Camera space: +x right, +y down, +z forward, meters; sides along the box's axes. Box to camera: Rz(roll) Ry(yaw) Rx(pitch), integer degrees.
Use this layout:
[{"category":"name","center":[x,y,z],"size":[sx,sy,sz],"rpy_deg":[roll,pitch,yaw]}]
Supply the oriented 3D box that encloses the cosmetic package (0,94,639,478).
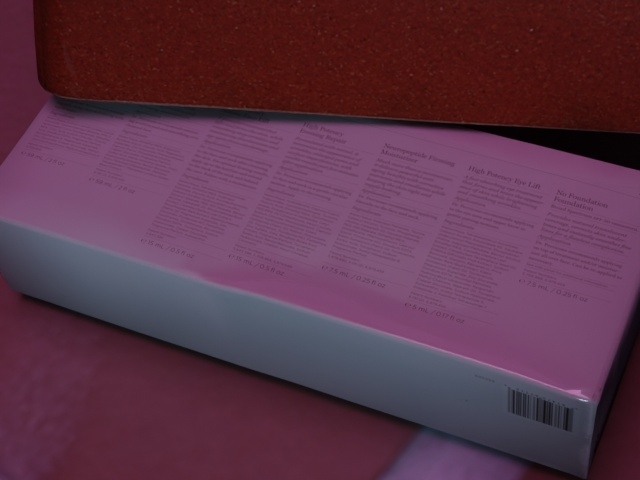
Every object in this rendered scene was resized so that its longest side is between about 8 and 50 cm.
[{"category":"cosmetic package","center":[0.000,0.000,0.493],"size":[0.239,0.060,0.099],"rpy_deg":[17,59,19]}]

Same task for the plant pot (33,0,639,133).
[{"category":"plant pot","center":[0.035,-0.218,0.500],"size":[0.267,0.236,0.267],"rpy_deg":[4,43,8]}]
